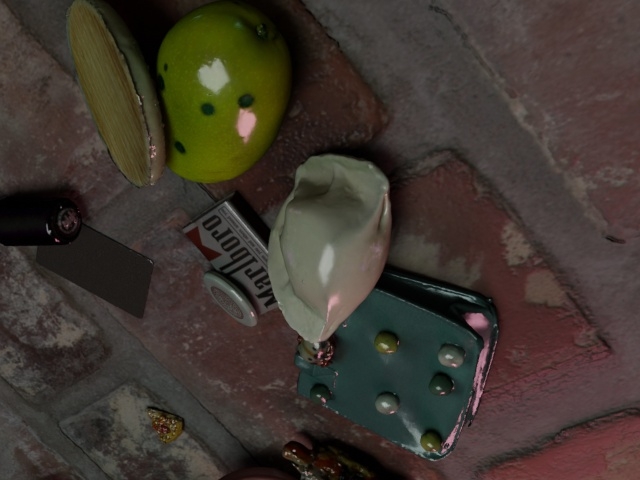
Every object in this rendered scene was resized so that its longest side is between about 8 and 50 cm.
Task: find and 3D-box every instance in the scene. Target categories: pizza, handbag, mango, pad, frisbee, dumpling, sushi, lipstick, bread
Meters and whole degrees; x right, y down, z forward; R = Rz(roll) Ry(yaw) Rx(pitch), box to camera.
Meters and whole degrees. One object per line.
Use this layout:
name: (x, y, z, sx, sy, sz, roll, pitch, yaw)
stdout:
pizza: (-0.286, 0.332, 1.758, 0.078, 0.025, 0.083, 34, 133, -1)
handbag: (0.095, 0.170, 1.378, 0.274, 0.100, 0.269, 20, 131, 14)
mango: (-0.131, -0.172, 1.228, 0.175, 0.143, 0.293, 36, 142, 3)
pad: (-0.371, 0.035, 1.601, 0.211, 0.003, 0.143, 28, 132, 8)
frisbee: (-0.136, 0.089, 1.472, 0.110, 0.014, 0.110, 37, 156, 19)
dumpling: (0.000, 0.000, 1.277, 0.179, 0.131, 0.252, 28, 111, 36)
sushi: (0.035, 0.397, 1.583, 0.226, 0.103, 0.097, 28, 149, 10)
lipstick: (-0.507, -0.031, 1.576, 0.299, 0.081, 0.081, 2, 124, 34)
bread: (-0.261, -0.191, 1.268, 0.267, 0.040, 0.267, 48, 151, 38)

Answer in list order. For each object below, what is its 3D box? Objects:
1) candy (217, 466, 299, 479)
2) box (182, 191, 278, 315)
candy: (-0.101, 0.514, 1.658, 0.255, 0.255, 0.094, 43, 175, -6)
box: (-0.108, 0.024, 1.425, 0.115, 0.036, 0.177, -29, 107, 41)
